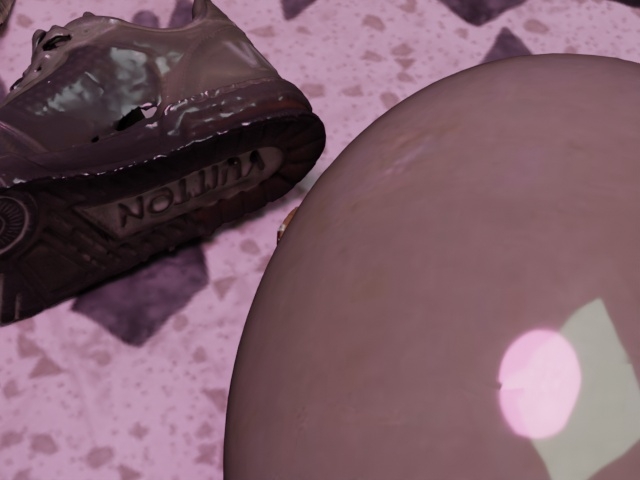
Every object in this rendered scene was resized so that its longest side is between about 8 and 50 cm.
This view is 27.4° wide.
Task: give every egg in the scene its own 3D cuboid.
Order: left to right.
[{"bbox_3d":[0.094,0.094,0.562,0.278,0.278,0.336,13,53,4],"label":"egg"}]

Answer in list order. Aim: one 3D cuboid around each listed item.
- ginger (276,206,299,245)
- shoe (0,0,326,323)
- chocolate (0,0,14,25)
[{"bbox_3d":[-0.001,0.000,0.768,0.097,0.030,0.048,-35,93,-22],"label":"ginger"},{"bbox_3d":[-0.155,-0.057,0.752,0.293,0.109,0.149,-19,55,-20],"label":"shoe"},{"bbox_3d":[-0.291,-0.220,0.820,0.147,0.221,0.221,-5,54,15],"label":"chocolate"}]
